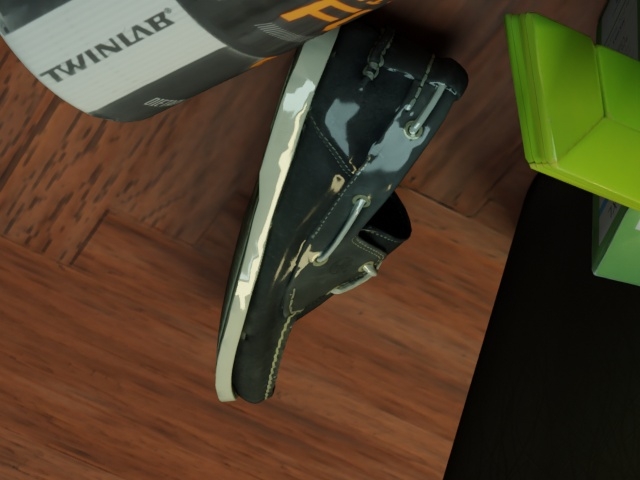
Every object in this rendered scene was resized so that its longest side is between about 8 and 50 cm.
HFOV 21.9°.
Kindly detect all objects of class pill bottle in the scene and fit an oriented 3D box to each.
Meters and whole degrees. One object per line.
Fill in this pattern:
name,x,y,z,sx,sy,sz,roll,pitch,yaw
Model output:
pill bottle,-0.001,-0.144,0.585,0.246,0.130,0.130,-22,127,28

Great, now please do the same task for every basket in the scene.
basket,0.148,0.069,0.704,0.204,0.227,0.154,5,135,5

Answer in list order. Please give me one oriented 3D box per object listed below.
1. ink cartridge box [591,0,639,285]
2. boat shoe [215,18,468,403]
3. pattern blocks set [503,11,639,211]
ink cartridge box,0.163,-0.027,0.618,0.109,0.209,0.062,14,134,-4
boat shoe,0.000,0.000,0.761,0.079,0.084,0.233,16,132,-6
pattern blocks set,0.124,-0.148,0.497,0.325,0.285,0.026,27,172,-23
